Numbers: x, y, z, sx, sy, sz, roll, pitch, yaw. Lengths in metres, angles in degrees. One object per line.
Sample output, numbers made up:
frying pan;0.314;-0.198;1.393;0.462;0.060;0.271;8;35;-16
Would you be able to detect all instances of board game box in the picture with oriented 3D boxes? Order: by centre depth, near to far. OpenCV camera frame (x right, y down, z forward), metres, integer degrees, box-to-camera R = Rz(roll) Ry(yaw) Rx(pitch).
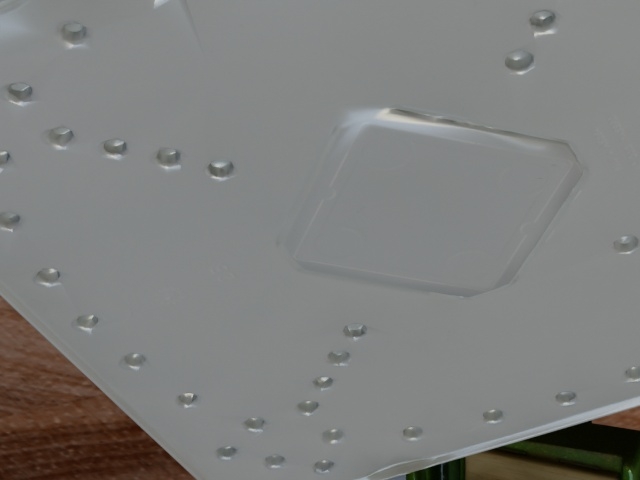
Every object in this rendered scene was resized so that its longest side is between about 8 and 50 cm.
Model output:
board game box;0.047;-0.031;0.838;0.390;0.050;0.390;-18;139;18

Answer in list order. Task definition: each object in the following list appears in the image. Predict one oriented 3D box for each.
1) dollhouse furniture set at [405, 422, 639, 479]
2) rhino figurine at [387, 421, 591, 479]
dollhouse furniture set;0.098;0.112;1.122;0.151;0.197;0.301;10;124;21
rhino figurine;0.112;0.123;1.317;0.243;0.106;0.073;-14;144;21
